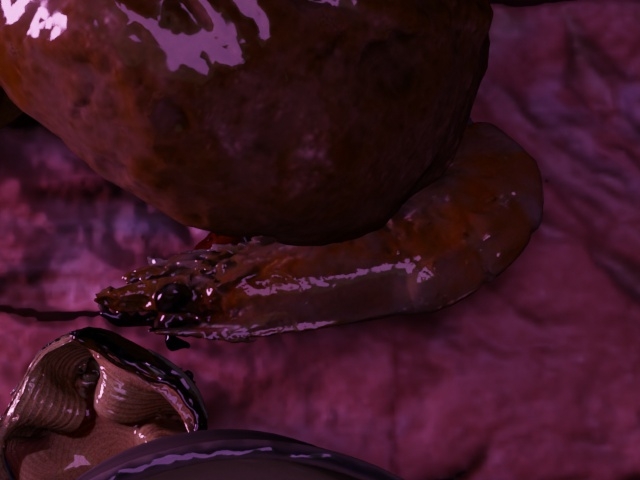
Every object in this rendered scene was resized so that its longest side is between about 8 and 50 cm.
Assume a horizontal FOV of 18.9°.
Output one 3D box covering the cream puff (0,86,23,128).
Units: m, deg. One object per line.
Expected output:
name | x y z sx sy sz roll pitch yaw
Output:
cream puff | -0.187 -0.094 0.779 0.116 0.146 0.146 -11 69 25

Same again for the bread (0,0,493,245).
bread | -0.032 -0.108 0.732 0.230 0.123 0.230 23 36 -18

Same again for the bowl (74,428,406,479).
bowl | -0.031 0.155 0.673 0.211 0.112 0.211 -1 102 -6

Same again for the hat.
hat | -0.081 0.077 0.750 0.077 0.059 0.076 29 90 15

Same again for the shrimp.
shrimp | 0.000 0.000 0.787 0.190 0.042 0.101 -19 52 -6
